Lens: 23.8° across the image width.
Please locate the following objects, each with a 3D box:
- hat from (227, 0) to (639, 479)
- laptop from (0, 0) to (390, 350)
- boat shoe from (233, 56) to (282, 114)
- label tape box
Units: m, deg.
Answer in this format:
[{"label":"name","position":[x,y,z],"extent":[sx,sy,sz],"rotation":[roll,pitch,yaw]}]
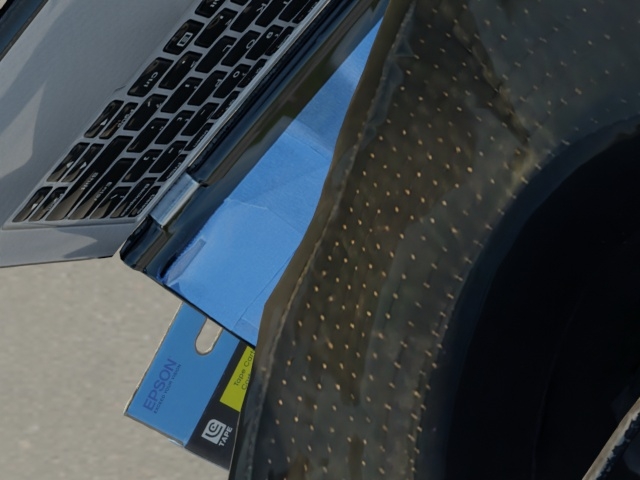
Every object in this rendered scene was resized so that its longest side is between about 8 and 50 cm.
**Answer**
[{"label":"hat","position":[0.109,0.060,0.336],"extent":[0.331,0.134,0.331],"rotation":[-20,67,57]},{"label":"laptop","position":[0.077,-0.061,0.658],"extent":[0.236,0.408,0.382],"rotation":[43,102,11]},{"label":"boat shoe","position":[-0.082,-0.190,1.892],"extent":[0.099,0.319,0.116],"rotation":[26,103,0]},{"label":"label tape box","position":[-0.021,0.109,1.398],"extent":[0.106,0.333,0.241],"rotation":[14,74,56]}]
